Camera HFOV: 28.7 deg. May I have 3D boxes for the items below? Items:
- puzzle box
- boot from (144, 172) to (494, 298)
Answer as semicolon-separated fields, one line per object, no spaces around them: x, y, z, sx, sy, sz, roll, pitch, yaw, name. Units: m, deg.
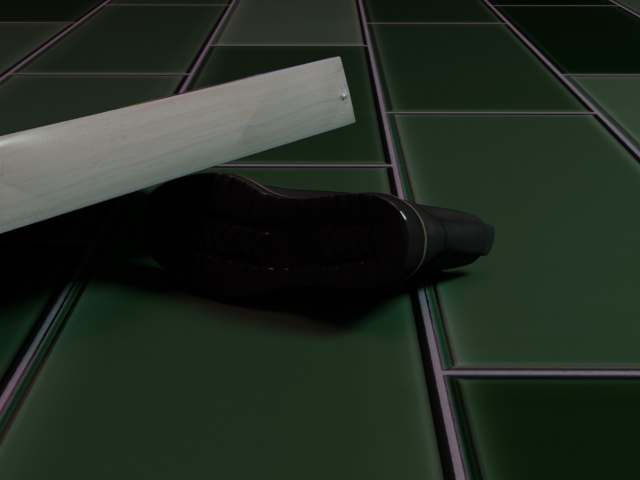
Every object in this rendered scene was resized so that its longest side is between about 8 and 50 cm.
-0.201;-0.042;0.805;0.272;0.052;0.409;-7;10;39;puzzle box
0.000;0.000;0.802;0.198;0.077;0.137;10;6;32;boot
